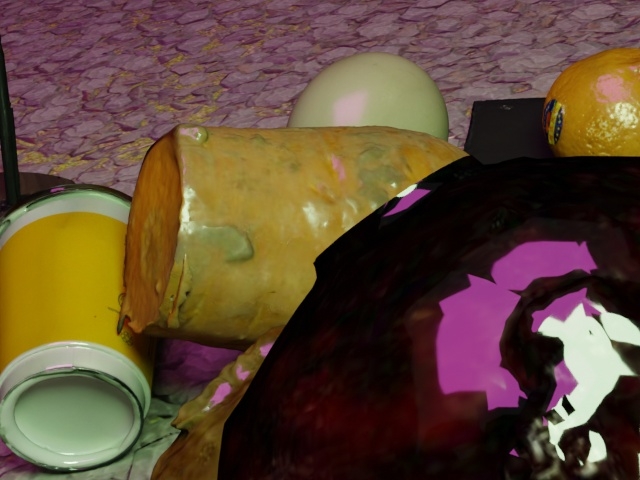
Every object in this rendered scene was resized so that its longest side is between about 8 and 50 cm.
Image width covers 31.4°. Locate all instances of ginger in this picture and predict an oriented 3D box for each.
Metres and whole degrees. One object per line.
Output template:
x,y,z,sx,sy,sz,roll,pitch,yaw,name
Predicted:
-0.006,0.152,0.913,0.321,0.172,0.165,-21,-10,-9,ginger

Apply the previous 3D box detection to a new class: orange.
0.338,-0.136,1.278,0.177,0.155,0.177,4,22,-1,orange

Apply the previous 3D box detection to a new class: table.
-0.512,-0.135,1.525,0.317,0.249,0.317,-10,29,6,table

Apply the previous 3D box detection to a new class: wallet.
0.251,-0.119,1.416,0.146,0.030,0.285,0,29,13,wallet

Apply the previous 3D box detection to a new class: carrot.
0.000,0.000,1.042,0.340,0.224,0.224,6,22,-23,carrot

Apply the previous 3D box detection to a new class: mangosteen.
0.121,0.134,0.622,0.381,0.381,0.421,-24,3,-19,mangosteen

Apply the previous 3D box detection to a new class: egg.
0.052,-0.119,1.335,0.186,0.186,0.242,7,43,31,egg

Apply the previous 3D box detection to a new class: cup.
-0.240,0.081,1.119,0.196,0.196,0.280,-12,38,1,cup
